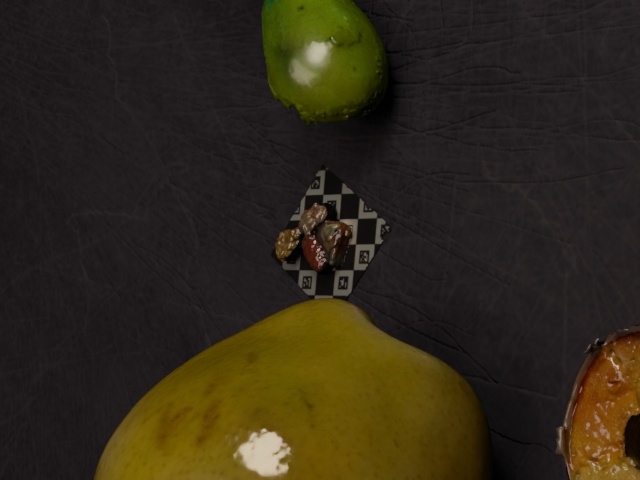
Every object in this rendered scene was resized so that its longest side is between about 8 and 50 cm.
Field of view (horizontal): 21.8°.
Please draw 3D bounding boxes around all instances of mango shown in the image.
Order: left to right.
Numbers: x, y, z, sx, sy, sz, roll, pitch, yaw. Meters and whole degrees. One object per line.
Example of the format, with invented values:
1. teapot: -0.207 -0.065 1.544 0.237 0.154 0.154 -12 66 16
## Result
1. mango: 0.000 -0.195 1.661 0.178 0.119 0.100 63 143 30

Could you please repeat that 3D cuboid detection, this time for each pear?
1. pear: -0.030 0.260 1.452 0.362 0.362 0.418 20 69 45

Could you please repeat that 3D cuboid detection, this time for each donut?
1. donut: 0.270 0.157 1.368 0.146 0.078 0.181 10 96 46

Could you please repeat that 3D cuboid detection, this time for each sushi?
1. sushi: 0.000 0.000 1.692 0.126 0.026 0.120 45 113 39
